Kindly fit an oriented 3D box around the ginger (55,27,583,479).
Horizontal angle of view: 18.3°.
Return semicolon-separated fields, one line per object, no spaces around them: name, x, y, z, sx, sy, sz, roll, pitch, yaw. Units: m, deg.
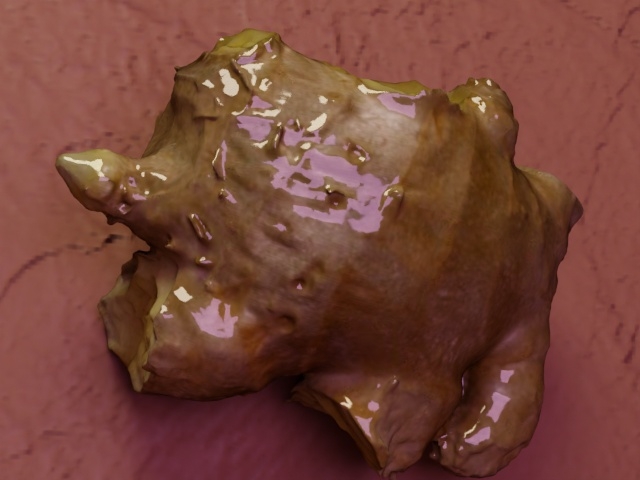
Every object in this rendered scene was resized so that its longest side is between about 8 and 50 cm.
ginger;0.000;0.000;0.746;0.216;0.102;0.157;17;94;-22
